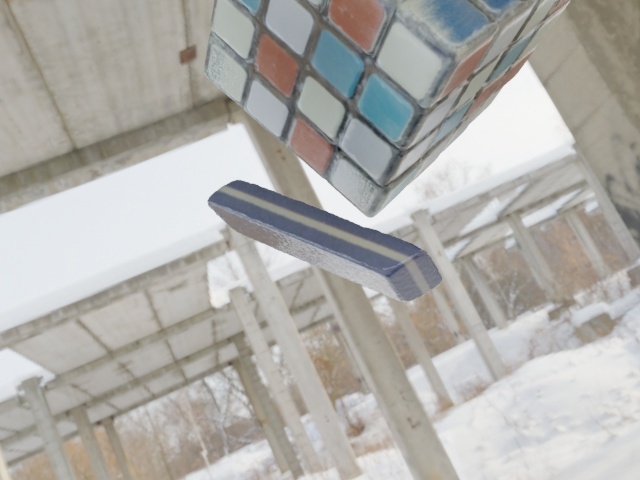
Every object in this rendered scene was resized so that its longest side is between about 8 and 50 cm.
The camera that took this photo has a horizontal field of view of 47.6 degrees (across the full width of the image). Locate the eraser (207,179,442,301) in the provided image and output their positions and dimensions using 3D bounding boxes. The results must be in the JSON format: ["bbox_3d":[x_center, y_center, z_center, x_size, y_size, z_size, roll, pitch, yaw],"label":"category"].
[{"bbox_3d":[0.000,0.000,0.672,0.036,0.225,0.082,-62,-28,-11],"label":"eraser"}]

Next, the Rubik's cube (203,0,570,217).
[{"bbox_3d":[0.068,-0.228,0.724,0.259,0.256,0.253,-40,-12,-31],"label":"Rubik's cube"}]
